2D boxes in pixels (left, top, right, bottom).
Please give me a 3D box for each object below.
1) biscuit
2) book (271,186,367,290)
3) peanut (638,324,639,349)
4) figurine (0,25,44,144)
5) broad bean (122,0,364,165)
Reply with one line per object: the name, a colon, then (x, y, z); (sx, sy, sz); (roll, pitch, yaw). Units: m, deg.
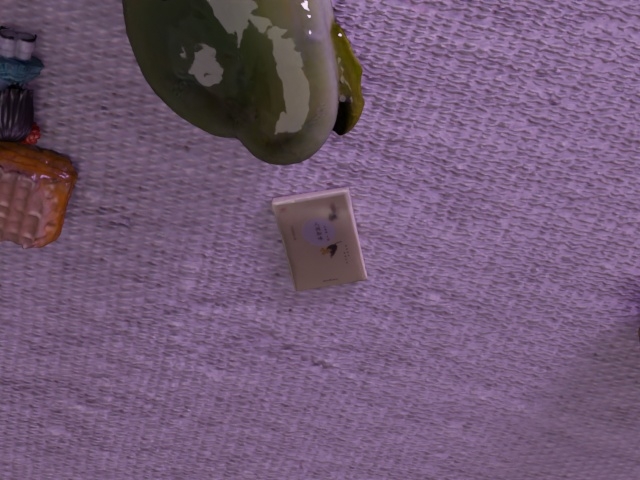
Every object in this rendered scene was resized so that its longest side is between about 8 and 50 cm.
biscuit: (-0.419, -0.089, 0.846); (0.379, 0.054, 0.094); (19, 123, -11)
book: (0.000, 0.000, 0.920); (0.077, 0.014, 0.111); (-9, 123, 7)
peanut: (0.459, 0.137, 0.932); (0.313, 0.149, 0.149); (33, 118, -19)
figurine: (-0.273, -0.135, 0.822); (0.060, 0.047, 0.105); (-5, 124, -40)
broad bean: (-0.061, -0.163, 0.766); (0.228, 0.100, 0.169); (29, 112, -15)
